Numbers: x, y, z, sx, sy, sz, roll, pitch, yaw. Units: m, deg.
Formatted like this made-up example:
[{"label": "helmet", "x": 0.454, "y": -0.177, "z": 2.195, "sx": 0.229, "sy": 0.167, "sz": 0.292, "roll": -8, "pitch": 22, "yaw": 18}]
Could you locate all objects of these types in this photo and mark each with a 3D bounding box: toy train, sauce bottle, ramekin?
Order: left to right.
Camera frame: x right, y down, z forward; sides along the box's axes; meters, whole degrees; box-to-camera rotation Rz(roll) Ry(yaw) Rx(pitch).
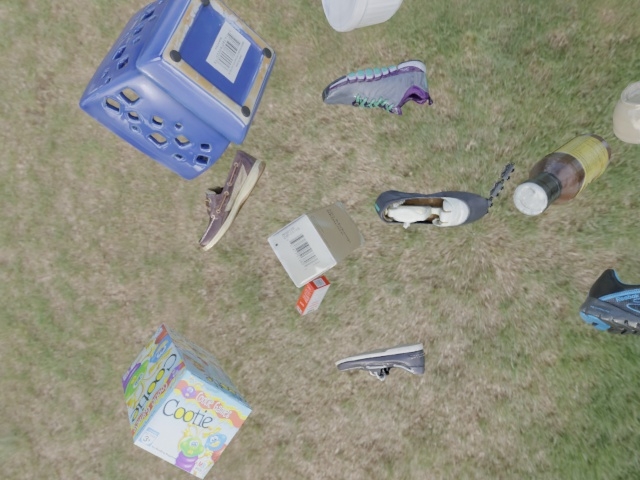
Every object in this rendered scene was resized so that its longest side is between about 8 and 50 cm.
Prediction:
[{"label": "ramekin", "x": 0.096, "y": -0.611, "z": 1.244, "sx": 0.127, "sy": 0.273, "sz": 0.273, "roll": -9, "pitch": 88, "yaw": -17}, {"label": "toy train", "x": 0.474, "y": -0.140, "z": 1.496, "sx": 0.027, "sy": 0.036, "sz": 0.158, "roll": 28, "pitch": 105, "yaw": -2}, {"label": "sauce bottle", "x": 0.519, "y": -0.141, "z": 1.201, "sx": 0.111, "sy": 0.344, "sz": 0.111, "roll": 24, "pitch": 128, "yaw": 36}]

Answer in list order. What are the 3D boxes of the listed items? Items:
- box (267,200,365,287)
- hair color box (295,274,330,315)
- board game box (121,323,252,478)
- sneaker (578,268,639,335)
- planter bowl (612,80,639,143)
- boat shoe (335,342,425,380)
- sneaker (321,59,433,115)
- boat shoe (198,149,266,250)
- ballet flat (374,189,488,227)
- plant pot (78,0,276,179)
[{"label": "box", "x": 0.000, "y": 0.000, "z": 1.441, "sx": 0.121, "sy": 0.311, "sz": 0.148, "roll": -33, "pitch": 90, "yaw": 20}, {"label": "hair color box", "x": -0.026, "y": 0.180, "z": 1.822, "sx": 0.043, "sy": 0.072, "sz": 0.141, "roll": 51, "pitch": 138, "yaw": 26}, {"label": "board game box", "x": -0.258, "y": 0.283, "z": 1.028, "sx": 0.144, "sy": 0.275, "sz": 0.142, "roll": 39, "pitch": 81, "yaw": -23}, {"label": "sneaker", "x": 0.750, "y": 0.162, "z": 1.205, "sx": 0.341, "sy": 0.125, "sz": 0.139, "roll": 22, "pitch": 77, "yaw": 39}, {"label": "planter bowl", "x": 0.849, "y": -0.350, "z": 1.464, "sx": 0.162, "sy": 0.109, "sz": 0.162, "roll": -22, "pitch": 42, "yaw": 21}, {"label": "boat shoe", "x": 0.119, "y": 0.255, "z": 1.136, "sx": 0.206, "sy": 0.075, "sz": 0.065, "roll": -18, "pitch": 81, "yaw": 33}, {"label": "sneaker", "x": 0.118, "y": -0.298, "z": 1.146, "sx": 0.224, "sy": 0.083, "sz": 0.098, "roll": -15, "pitch": 81, "yaw": 1}, {"label": "boat shoe", "x": -0.304, "y": -0.127, "z": 1.742, "sx": 0.123, "sy": 0.123, "sz": 0.342, "roll": 32, "pitch": 107, "yaw": -11}, {"label": "ballet flat", "x": 0.198, "y": -0.051, "z": 0.994, "sx": 0.203, "sy": 0.074, "sz": 0.074, "roll": 4, "pitch": 92, "yaw": 7}, {"label": "plant pot", "x": -0.219, "y": -0.274, "z": 0.941, "sx": 0.212, "sy": 0.236, "sz": 0.236, "roll": -14, "pitch": 50, "yaw": 45}]
